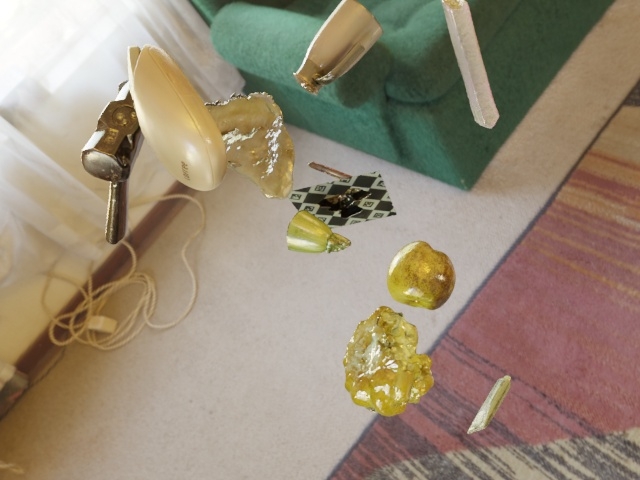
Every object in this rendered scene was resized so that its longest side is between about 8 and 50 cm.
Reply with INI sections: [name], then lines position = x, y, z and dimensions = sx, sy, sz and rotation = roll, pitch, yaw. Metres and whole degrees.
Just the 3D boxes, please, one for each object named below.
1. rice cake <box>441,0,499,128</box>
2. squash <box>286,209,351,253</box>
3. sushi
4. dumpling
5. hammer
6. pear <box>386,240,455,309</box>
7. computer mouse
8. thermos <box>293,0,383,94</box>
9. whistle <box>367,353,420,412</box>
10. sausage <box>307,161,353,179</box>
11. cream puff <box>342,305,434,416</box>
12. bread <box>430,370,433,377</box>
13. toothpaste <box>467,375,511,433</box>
[rice cake]
position = 0.383, -0.448, 1.473
dimensions = 0.056, 0.365, 0.072
rotation = -25, 31, 4
[squash]
position = 0.000, -0.002, 1.343
dimensions = 0.132, 0.105, 0.105
rotation = 22, 71, 27
[sushi]
position = 0.055, -0.110, 1.446
dimensions = 0.231, 0.219, 0.047
rotation = -12, 62, 13
[dumpling]
position = -0.129, -0.186, 1.081
dimensions = 0.332, 0.086, 0.166
rotation = 32, 84, 34
[hammer]
position = -0.449, -0.138, 1.319
dimensions = 0.095, 0.409, 0.242
rotation = 14, 49, -9
[pear]
position = 0.290, 0.097, 1.669
dimensions = 0.197, 0.197, 0.197
rotation = -17, 50, 22
[computer mouse]
position = -0.215, -0.173, 0.835
dimensions = 0.082, 0.145, 0.236
rotation = -28, 67, -20
[thermos]
position = 0.032, -0.378, 1.172
dimensions = 0.193, 0.105, 0.137
rotation = -48, 37, 4
[whistle]
position = 0.216, 0.434, 1.730
dimensions = 0.068, 0.326, 0.057
rotation = 22, 46, -3
[sausage]
position = 0.037, -0.217, 1.854
dimensions = 0.198, 0.028, 0.025
rotation = 25, 78, 26
[cream puff]
position = 0.148, 0.270, 1.229
dimensions = 0.195, 0.194, 0.221
rotation = -22, 44, 18
[bread]
position = 0.295, 0.387, 1.759
dimensions = 0.028, 0.068, 0.154
rotation = -20, 5, -13
[toothpaste]
position = 0.361, 0.341, 1.220
dimensions = 0.197, 0.029, 0.048
rotation = -34, -5, -47
